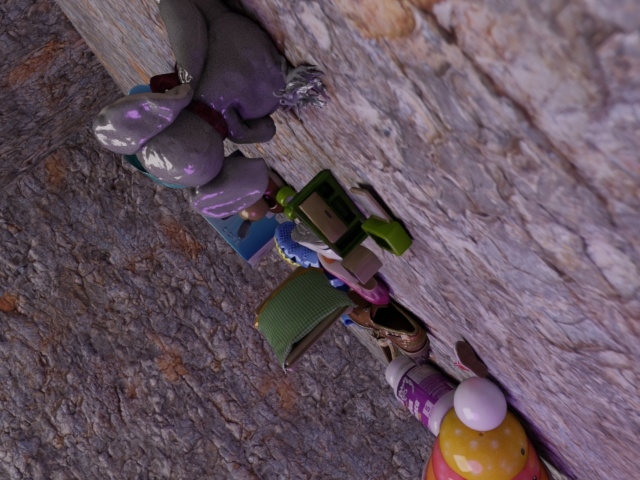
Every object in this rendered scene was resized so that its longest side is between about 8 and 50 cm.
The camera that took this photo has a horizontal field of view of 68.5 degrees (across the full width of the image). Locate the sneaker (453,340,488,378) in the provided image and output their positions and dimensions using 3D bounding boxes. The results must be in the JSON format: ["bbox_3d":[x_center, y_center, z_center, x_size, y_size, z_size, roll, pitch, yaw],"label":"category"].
[{"bbox_3d":[0.314,0.256,1.040,0.118,0.042,0.067,48,168,-23],"label":"sneaker"}]

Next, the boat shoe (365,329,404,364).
[{"bbox_3d":[0.245,0.374,1.716,0.285,0.089,0.104,53,169,-34],"label":"boat shoe"}]

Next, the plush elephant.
[{"bbox_3d":[-0.176,-0.184,0.674,0.330,0.255,0.272,39,168,40],"label":"plush elephant"}]

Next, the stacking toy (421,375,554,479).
[{"bbox_3d":[0.404,0.521,1.166,0.350,0.350,0.480,36,151,49],"label":"stacking toy"}]

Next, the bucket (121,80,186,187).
[{"bbox_3d":[-0.413,-0.285,1.311,0.281,0.281,0.183,46,172,4],"label":"bucket"}]

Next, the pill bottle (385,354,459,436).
[{"bbox_3d":[0.350,0.505,1.554,0.169,0.169,0.301,52,169,-30],"label":"pill bottle"}]

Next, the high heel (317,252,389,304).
[{"bbox_3d":[0.087,0.087,1.268,0.244,0.082,0.117,31,169,38],"label":"high heel"}]

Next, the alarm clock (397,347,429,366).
[{"bbox_3d":[0.274,0.325,1.455,0.129,0.064,0.192,44,168,12],"label":"alarm clock"}]

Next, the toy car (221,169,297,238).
[{"bbox_3d":[-0.172,-0.091,1.277,0.155,0.188,0.149,42,170,26],"label":"toy car"}]

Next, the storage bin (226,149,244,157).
[{"bbox_3d":[-0.278,-0.202,1.493,0.084,0.122,0.180,46,171,-4],"label":"storage bin"}]

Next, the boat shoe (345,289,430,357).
[{"bbox_3d":[0.169,0.200,1.302,0.307,0.111,0.104,24,155,42],"label":"boat shoe"}]

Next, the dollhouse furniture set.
[{"bbox_3d":[-0.024,0.041,0.814,0.151,0.301,0.197,47,174,-22],"label":"dollhouse furniture set"}]

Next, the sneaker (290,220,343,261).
[{"bbox_3d":[0.000,0.000,1.246,0.095,0.090,0.235,41,176,-30],"label":"sneaker"}]

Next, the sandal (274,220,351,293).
[{"bbox_3d":[-0.011,0.053,1.455,0.317,0.126,0.138,42,157,4],"label":"sandal"}]

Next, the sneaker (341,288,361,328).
[{"bbox_3d":[0.090,0.197,1.537,0.240,0.126,0.091,38,168,40],"label":"sneaker"}]

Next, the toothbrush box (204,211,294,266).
[{"bbox_3d":[-0.266,-0.090,1.630,0.295,0.216,0.126,44,170,9],"label":"toothbrush box"}]
